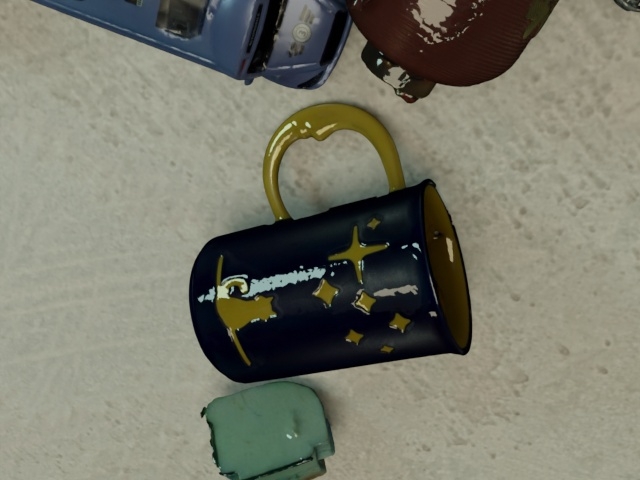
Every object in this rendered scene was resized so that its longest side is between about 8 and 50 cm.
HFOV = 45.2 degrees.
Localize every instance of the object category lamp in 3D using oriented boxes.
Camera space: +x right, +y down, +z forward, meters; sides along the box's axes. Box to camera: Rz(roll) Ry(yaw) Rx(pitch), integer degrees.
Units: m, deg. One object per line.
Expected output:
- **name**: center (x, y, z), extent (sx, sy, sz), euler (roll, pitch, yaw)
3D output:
- **lamp**: center (0.113, -0.231, 0.616), extent (0.180, 0.180, 0.258), euler (30, 117, -5)

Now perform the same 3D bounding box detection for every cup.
- **cup**: center (0.008, 0.013, 0.809), extent (0.256, 0.255, 0.178), euler (-12, 152, 20)

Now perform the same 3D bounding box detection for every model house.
- **model house**: center (-0.057, 0.265, 0.971), extent (0.148, 0.119, 0.148), euler (-16, 141, -5)

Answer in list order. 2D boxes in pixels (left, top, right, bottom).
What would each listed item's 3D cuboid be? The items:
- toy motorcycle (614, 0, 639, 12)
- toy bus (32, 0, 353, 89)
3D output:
- **toy motorcycle**: center (0.342, -0.266, 0.612), extent (0.229, 0.074, 0.151), euler (-7, 114, 17)
- **toy bus**: center (-0.117, -0.228, 0.690), extent (0.292, 0.133, 0.125), euler (21, 119, 0)
